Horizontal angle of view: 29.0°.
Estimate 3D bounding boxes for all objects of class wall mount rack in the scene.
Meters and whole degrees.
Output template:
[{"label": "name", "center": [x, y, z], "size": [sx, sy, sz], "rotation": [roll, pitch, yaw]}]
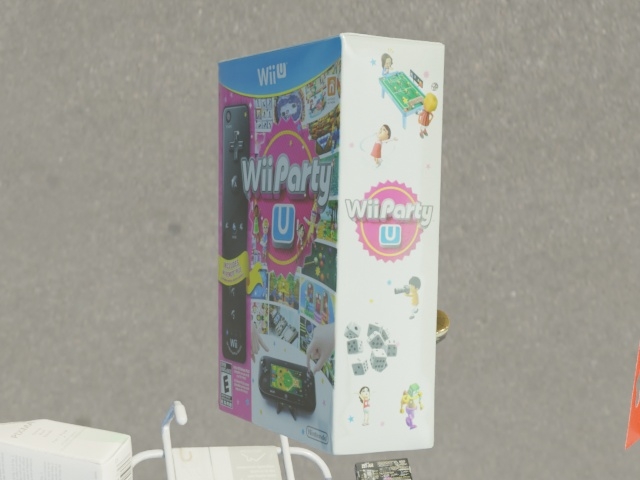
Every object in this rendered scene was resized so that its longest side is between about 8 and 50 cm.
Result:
[{"label": "wall mount rack", "center": [-0.113, 0.389, 1.854], "size": [0.350, 0.304, 0.130], "rotation": [2, 146, -24]}]

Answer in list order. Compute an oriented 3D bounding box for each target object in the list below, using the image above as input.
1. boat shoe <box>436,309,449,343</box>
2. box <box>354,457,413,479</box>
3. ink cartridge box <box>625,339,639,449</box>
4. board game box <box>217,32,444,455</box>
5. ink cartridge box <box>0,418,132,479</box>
[{"label": "boat shoe", "center": [0.103, 0.140, 1.674], "size": [0.152, 0.056, 0.049], "rotation": [-14, 136, -2]}, {"label": "box", "center": [0.098, 0.366, 1.873], "size": [0.083, 0.067, 0.018], "rotation": [-4, 142, -12]}, {"label": "ink cartridge box", "center": [0.494, 0.184, 1.723], "size": [0.066, 0.232, 0.189], "rotation": [9, 101, 25]}, {"label": "board game box", "center": [0.000, 0.000, 0.992], "size": [0.097, 0.224, 0.303], "rotation": [1, 92, -28]}, {"label": "ink cartridge box", "center": [-0.267, 0.239, 1.064], "size": [0.224, 0.056, 0.181], "rotation": [8, 111, 20]}]
